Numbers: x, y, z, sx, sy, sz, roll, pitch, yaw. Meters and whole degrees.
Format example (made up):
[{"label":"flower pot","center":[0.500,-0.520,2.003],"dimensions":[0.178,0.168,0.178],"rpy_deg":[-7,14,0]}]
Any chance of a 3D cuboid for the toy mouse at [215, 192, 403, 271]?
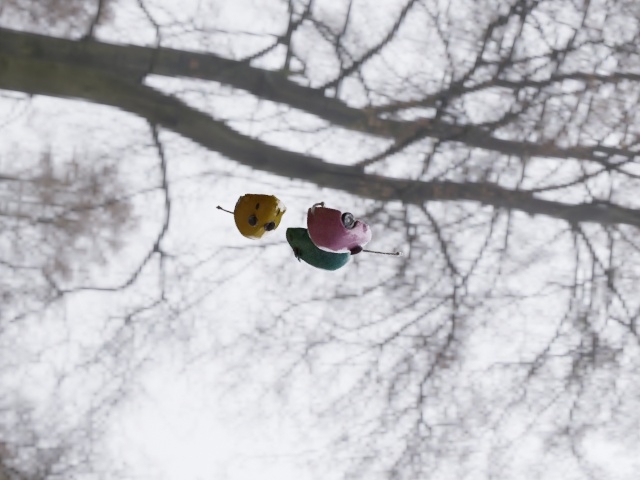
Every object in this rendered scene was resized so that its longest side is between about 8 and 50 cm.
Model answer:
[{"label":"toy mouse","center":[0.000,0.000,1.028],"dimensions":[0.161,0.143,0.031],"rpy_deg":[-17,-126,66]}]
